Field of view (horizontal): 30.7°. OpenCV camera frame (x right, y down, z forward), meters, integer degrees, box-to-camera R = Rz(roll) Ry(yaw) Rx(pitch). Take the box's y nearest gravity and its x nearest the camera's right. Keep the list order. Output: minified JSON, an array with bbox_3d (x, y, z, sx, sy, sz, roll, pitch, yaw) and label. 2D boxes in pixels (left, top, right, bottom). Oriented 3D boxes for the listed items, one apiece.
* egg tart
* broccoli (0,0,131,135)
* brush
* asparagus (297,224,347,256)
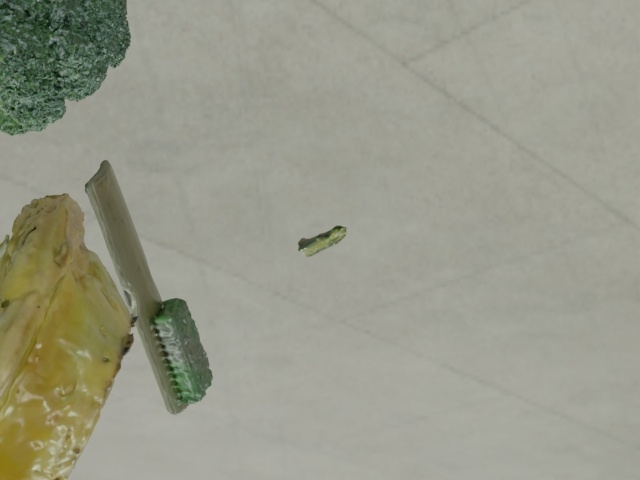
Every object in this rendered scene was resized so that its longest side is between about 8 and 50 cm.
[{"bbox_3d":[-0.215,0.101,0.815,0.118,0.288,0.288,29,146,-12],"label":"egg tart"},{"bbox_3d":[-0.374,-0.287,1.488,0.245,0.295,0.265,-19,149,20],"label":"broccoli"},{"bbox_3d":[-0.168,0.052,1.163,0.048,0.054,0.282,-7,120,17],"label":"brush"},{"bbox_3d":[0.001,0.000,1.505,0.025,0.021,0.108,37,150,-19],"label":"asparagus"}]
